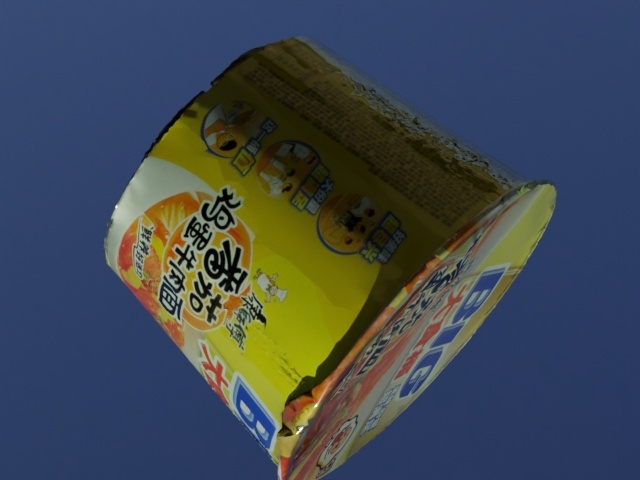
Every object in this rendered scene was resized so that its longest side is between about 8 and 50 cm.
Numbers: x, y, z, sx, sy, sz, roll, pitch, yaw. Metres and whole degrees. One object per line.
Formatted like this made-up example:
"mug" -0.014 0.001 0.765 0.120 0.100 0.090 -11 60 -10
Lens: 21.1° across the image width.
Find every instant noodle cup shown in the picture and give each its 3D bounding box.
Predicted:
"instant noodle cup" 0.000 0.000 0.856 0.153 0.205 0.205 43 -110 14
